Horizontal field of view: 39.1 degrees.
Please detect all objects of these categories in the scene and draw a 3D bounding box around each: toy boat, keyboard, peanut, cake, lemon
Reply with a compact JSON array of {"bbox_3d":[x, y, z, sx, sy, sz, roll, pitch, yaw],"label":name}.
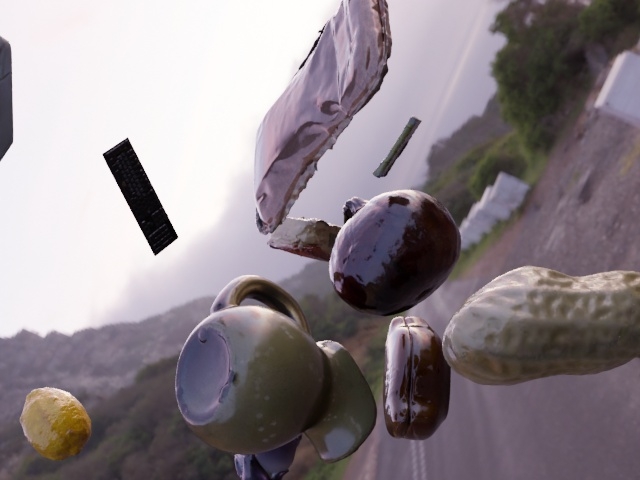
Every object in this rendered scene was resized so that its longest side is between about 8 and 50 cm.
[{"bbox_3d":[0.125,-0.151,1.466,0.115,0.016,0.063,-57,-8,11],"label":"toy boat"},{"bbox_3d":[-0.299,-0.072,1.507,0.063,0.010,0.198,-45,-59,-40],"label":"keyboard"},{"bbox_3d":[0.309,0.106,1.163,0.152,0.313,0.152,175,90,-83],"label":"peanut"},{"bbox_3d":[0.009,0.003,1.913,0.117,0.220,0.086,16,92,57],"label":"cake"},{"bbox_3d":[-0.490,0.336,1.662,0.114,0.155,0.114,-38,-23,-20],"label":"lemon"}]

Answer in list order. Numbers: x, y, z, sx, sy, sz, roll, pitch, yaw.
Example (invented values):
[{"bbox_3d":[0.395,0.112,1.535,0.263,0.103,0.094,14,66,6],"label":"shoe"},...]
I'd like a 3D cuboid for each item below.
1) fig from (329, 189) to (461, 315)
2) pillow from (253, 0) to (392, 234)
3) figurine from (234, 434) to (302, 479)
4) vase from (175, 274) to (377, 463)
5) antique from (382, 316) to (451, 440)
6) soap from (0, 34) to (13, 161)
[{"bbox_3d":[0.120,0.018,1.527,0.235,0.214,0.235,-26,5,2],"label":"fig"},{"bbox_3d":[-0.005,-0.105,0.721,0.211,0.034,0.135,-49,31,44],"label":"pillow"},{"bbox_3d":[-0.107,0.399,1.787,0.145,0.145,0.222,-60,-29,-65],"label":"figurine"},{"bbox_3d":[-0.081,0.203,1.531,0.241,0.302,0.329,-38,50,36],"label":"vase"},{"bbox_3d":[0.200,0.294,1.906,0.278,0.129,0.223,-88,3,-50],"label":"antique"},{"bbox_3d":[-0.456,-0.194,0.970,0.289,0.095,0.173,39,-100,-46],"label":"soap"}]
